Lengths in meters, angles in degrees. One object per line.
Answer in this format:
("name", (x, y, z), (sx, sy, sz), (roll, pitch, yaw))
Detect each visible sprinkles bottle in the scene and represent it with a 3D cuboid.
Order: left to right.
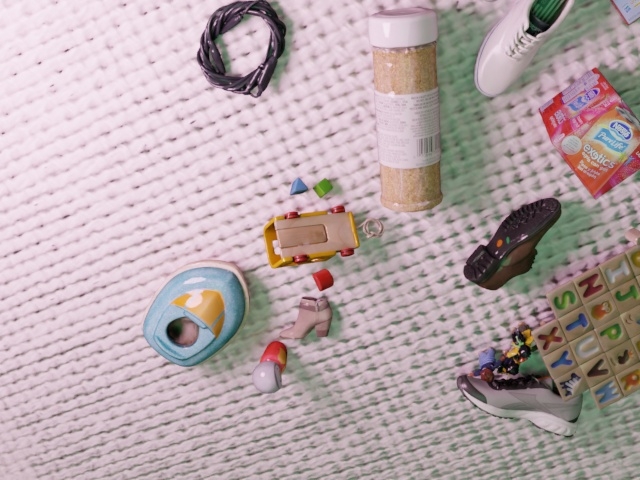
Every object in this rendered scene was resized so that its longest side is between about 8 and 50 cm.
("sprinkles bottle", (0.156, -0.233, 1.559), (0.121, 0.121, 0.355), (-2, 113, 8))

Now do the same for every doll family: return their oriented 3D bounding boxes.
("doll family", (0.387, 0.228, 1.734), (0.076, 0.111, 0.193), (40, 112, -10))

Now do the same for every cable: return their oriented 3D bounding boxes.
("cable", (-0.145, -0.362, 1.590), (0.150, 0.047, 0.184), (25, 116, 2))

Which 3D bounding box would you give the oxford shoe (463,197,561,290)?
("oxford shoe", (0.386, 0.009, 1.669), (0.096, 0.083, 0.227), (32, 115, -28))

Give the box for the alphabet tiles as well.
("alphabet tiles", (0.593, 0.167, 1.683), (0.342, 0.011, 0.285), (-28, 107, 0))

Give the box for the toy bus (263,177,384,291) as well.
("toy bus", (-0.012, -0.004, 1.688), (0.202, 0.191, 0.104), (38, 156, -9))

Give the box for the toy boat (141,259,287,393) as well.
("toy boat", (-0.202, 0.189, 1.772), (0.318, 0.148, 0.267), (35, 113, -8))

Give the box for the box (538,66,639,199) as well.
("box", (0.467, -0.188, 1.465), (0.128, 0.257, 0.122), (-37, 103, 20))

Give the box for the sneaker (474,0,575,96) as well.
("sneaker", (0.351, -0.361, 1.495), (0.094, 0.091, 0.258), (28, 114, -5))

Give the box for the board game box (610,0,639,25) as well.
("board game box", (0.598, -0.504, 1.438), (0.281, 0.027, 0.145), (-35, 106, 19))

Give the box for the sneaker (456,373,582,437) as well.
("sneaker", (0.412, 0.317, 1.787), (0.271, 0.100, 0.108), (15, 103, -5))

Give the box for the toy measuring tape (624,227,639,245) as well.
("toy measuring tape", (0.690, 0.063, 1.595), (0.330, 0.121, 0.121), (12, 116, -20))

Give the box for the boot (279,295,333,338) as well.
("boot", (-0.032, 0.160, 1.801), (0.118, 0.042, 0.087), (-4, 106, 8))
